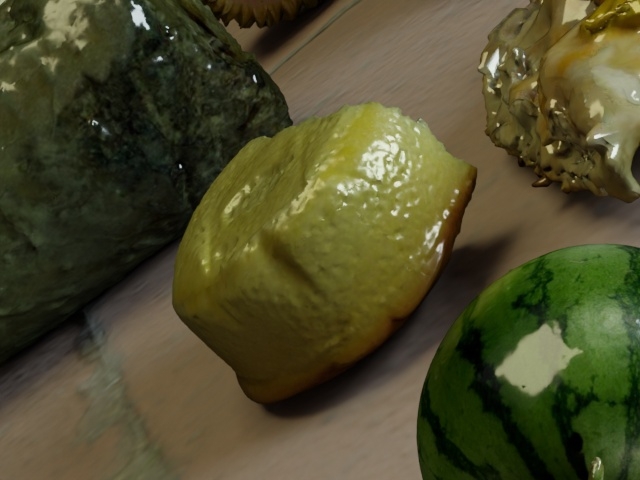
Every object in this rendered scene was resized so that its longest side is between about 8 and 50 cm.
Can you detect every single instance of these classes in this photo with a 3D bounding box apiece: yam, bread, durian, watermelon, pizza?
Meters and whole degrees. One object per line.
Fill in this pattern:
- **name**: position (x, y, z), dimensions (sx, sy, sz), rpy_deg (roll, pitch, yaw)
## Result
- **yam**: position (-0.175, -0.053, 0.961), dimensions (0.300, 0.195, 0.195), rpy_deg (-37, 19, 13)
- **bread**: position (-0.007, 0.008, 0.666), dimensions (0.125, 0.086, 0.156), rpy_deg (-54, 19, -18)
- **durian**: position (-0.009, -0.231, 1.229), dimensions (0.224, 0.078, 0.140), rpy_deg (-30, 6, -3)
- **watermelon**: position (0.074, 0.053, 0.396), dimensions (0.109, 0.109, 0.109), rpy_deg (-35, 20, 14)
- **pizza**: position (0.141, -0.106, 0.660), dimensions (0.189, 0.071, 0.297), rpy_deg (-20, 28, 43)

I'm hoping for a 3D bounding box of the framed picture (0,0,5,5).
- **framed picture**: position (-0.354, -0.083, 1.392), dimensions (0.315, 0.024, 0.232), rpy_deg (-39, 61, 8)
